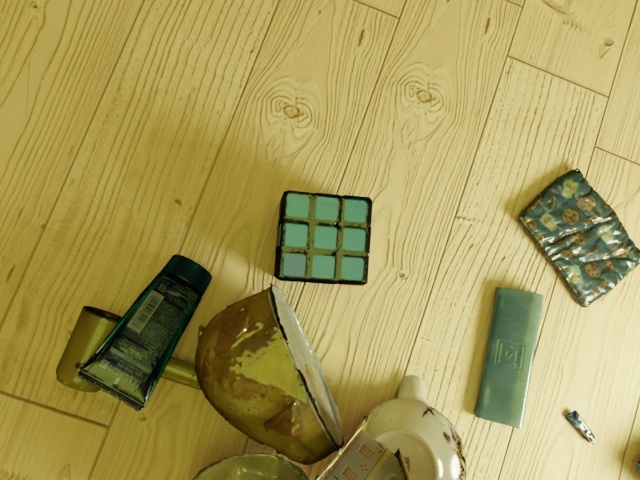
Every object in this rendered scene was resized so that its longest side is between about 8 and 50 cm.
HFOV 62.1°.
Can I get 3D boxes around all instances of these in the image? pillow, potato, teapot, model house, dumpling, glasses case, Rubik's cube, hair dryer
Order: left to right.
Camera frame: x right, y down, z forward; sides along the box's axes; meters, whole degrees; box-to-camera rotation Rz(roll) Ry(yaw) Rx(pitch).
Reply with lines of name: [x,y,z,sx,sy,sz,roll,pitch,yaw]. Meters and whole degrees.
hair dryer: [-0.322,0.231,0.970,0.279,0.090,0.134,22,81,-11]
dumpling: [-0.136,0.438,0.913,0.247,0.142,0.172,-36,106,22]
potato: [-0.100,0.249,0.922,0.196,0.246,0.299,-26,84,4]
Rubik's cube: [0.000,0.000,0.990,0.161,0.163,0.162,4,87,-7]
model house: [0.065,0.413,0.846,0.136,0.219,0.207,33,55,21]
teapot: [0.161,0.419,0.985,0.209,0.166,0.299,0,94,10]
glasses case: [0.387,0.233,1.067,0.105,0.056,0.265,13,83,-7]
pillow: [0.551,-0.009,1.123,0.189,0.034,0.255,-37,90,-9]

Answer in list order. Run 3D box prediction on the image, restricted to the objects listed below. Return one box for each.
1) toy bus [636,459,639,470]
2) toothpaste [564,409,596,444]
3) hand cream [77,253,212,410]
toy bus: [0.735,0.441,1.064,0.185,0.106,0.090,-32,93,-15]
toothpaste: [0.536,0.385,1.089,0.027,0.019,0.083,-39,89,15]
hand cream: [-0.292,0.149,0.934,0.120,0.061,0.270,35,54,-13]
